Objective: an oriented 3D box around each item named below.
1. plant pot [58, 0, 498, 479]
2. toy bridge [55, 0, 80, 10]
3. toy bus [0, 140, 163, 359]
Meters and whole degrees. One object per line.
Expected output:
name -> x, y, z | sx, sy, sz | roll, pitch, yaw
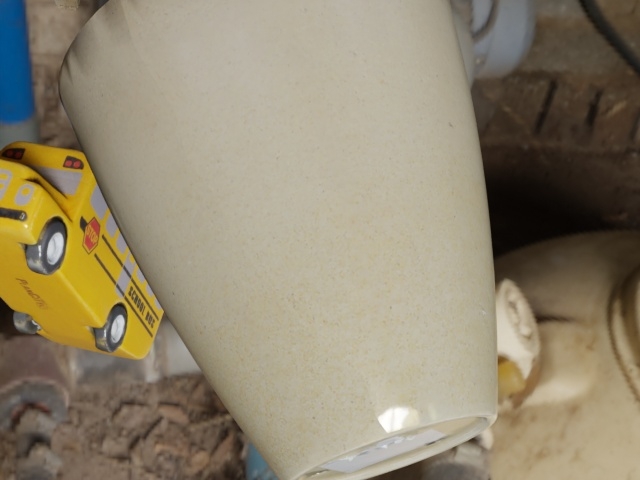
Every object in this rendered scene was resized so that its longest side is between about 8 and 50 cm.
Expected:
plant pot -> 0.000, 0.000, 0.693 | 0.256, 0.256, 0.274 | -10, 69, -24
toy bridge -> -0.255, -0.316, 1.231 | 0.026, 0.063, 0.188 | 5, 55, -2
toy bus -> -0.248, 0.014, 1.105 | 0.108, 0.333, 0.130 | 11, 65, 15
